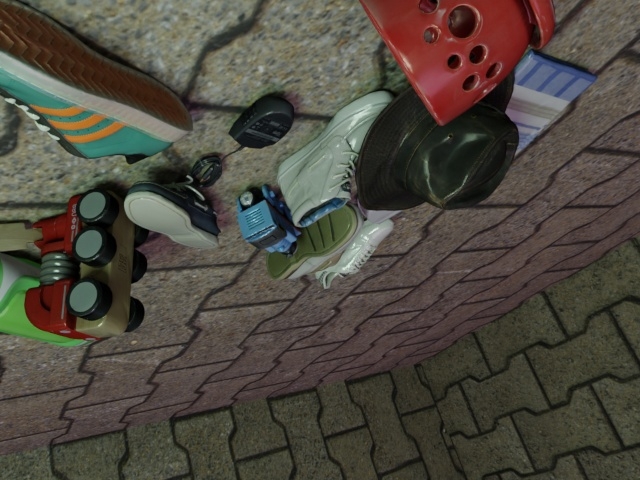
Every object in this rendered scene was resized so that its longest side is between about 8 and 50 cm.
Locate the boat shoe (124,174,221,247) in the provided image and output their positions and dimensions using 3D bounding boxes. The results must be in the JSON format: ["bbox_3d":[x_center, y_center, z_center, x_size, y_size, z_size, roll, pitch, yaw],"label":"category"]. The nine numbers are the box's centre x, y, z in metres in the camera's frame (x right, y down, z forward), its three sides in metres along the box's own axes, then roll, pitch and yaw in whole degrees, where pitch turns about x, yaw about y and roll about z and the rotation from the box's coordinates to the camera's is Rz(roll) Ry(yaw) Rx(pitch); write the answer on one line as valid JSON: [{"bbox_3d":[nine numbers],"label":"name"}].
[{"bbox_3d":[-0.232,-0.052,0.888,0.095,0.079,0.254,-4,164,17],"label":"boat shoe"}]

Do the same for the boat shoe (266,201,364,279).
[{"bbox_3d":[0.000,0.000,1.163,0.103,0.113,0.302,-1,160,-39],"label":"boat shoe"}]

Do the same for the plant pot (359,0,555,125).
[{"bbox_3d":[0.162,-0.259,0.633,0.174,0.191,0.191,-31,154,17],"label":"plant pot"}]

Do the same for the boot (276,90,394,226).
[{"bbox_3d":[0.038,-0.124,0.899,0.258,0.124,0.095,-36,151,32],"label":"boot"}]

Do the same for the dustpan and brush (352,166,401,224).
[{"bbox_3d":[0.120,-0.104,1.104,0.147,0.060,0.211,-32,160,22],"label":"dustpan and brush"}]

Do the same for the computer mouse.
[{"bbox_3d":[-0.130,-0.151,0.835,0.242,0.041,0.071,-29,154,35],"label":"computer mouse"}]

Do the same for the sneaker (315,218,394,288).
[{"bbox_3d":[0.083,0.026,1.286,0.235,0.095,0.090,-33,151,24],"label":"sneaker"}]

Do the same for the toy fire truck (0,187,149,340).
[{"bbox_3d":[-0.414,0.039,0.821,0.246,0.217,0.158,-9,158,11],"label":"toy fire truck"}]

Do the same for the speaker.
[{"bbox_3d":[-0.520,0.111,0.973,0.131,0.131,0.296,-23,155,7],"label":"speaker"}]

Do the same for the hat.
[{"bbox_3d":[0.221,-0.129,0.874,0.331,0.134,0.331,-27,149,-18],"label":"hat"}]

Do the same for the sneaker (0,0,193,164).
[{"bbox_3d":[-0.287,-0.155,0.610,0.121,0.108,0.302,-34,154,20],"label":"sneaker"}]

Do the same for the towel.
[{"bbox_3d":[0.354,-0.230,1.027,0.209,0.034,0.285,1,147,-34],"label":"towel"}]

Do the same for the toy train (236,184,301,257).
[{"bbox_3d":[-0.095,-0.029,1.022,0.080,0.105,0.184,-24,155,11],"label":"toy train"}]
